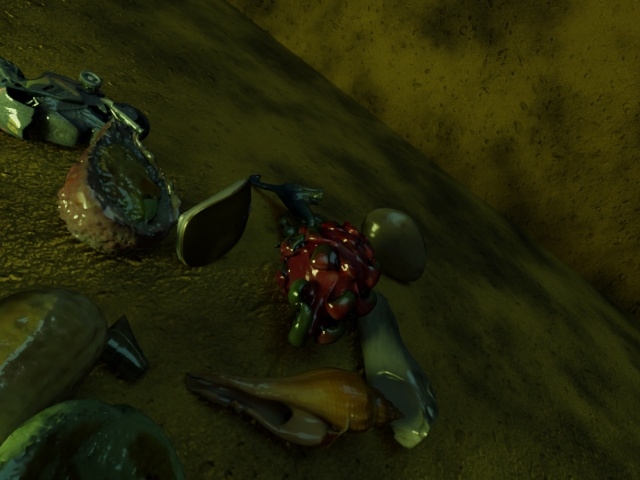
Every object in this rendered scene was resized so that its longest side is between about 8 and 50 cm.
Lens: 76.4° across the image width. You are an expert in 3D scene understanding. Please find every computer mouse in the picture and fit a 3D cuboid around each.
[{"bbox_3d":[-0.185,-0.040,0.779,0.056,0.126,0.245,18,28,10],"label":"computer mouse"}]

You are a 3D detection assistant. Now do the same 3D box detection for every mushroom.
[{"bbox_3d":[0.130,0.220,0.779,0.109,0.097,0.351,21,32,-27],"label":"mushroom"}]

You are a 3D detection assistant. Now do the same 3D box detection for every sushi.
[{"bbox_3d":[-0.347,-0.088,0.663,0.241,0.107,0.161,58,30,2],"label":"sushi"}]

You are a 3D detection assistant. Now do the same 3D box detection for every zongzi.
[{"bbox_3d":[-0.255,0.142,0.546,0.076,0.040,0.083,41,12,-8],"label":"zongzi"}]

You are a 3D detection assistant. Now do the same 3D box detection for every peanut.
[{"bbox_3d":[-0.315,0.136,0.398,0.129,0.129,0.224,35,32,-5],"label":"peanut"}]

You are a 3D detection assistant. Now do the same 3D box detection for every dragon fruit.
[{"bbox_3d":[0.019,0.071,0.764,0.218,0.198,0.273,47,9,-27],"label":"dragon fruit"}]

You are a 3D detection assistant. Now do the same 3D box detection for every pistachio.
[{"bbox_3d":[0.199,0.010,1.094,0.238,0.153,0.138,55,34,-24],"label":"pistachio"}]

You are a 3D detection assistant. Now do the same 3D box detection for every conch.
[{"bbox_3d":[-0.032,0.235,0.602,0.330,0.109,0.093,11,-5,-5],"label":"conch"}]

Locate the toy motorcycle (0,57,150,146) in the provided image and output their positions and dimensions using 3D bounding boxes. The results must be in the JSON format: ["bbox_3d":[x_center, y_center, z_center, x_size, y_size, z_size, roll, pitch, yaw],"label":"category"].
[{"bbox_3d":[-0.475,-0.236,0.761,0.307,0.108,0.173,15,46,-35],"label":"toy motorcycle"}]

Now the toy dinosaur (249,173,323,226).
[{"bbox_3d":[-0.088,-0.094,0.962,0.188,0.075,0.248,5,35,-5],"label":"toy dinosaur"}]

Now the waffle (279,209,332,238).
[{"bbox_3d":[0.001,-0.002,0.980,0.223,0.054,0.204,27,33,-18],"label":"waffle"}]

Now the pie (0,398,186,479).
[{"bbox_3d":[-0.206,0.261,0.359,0.240,0.054,0.240,55,21,-33],"label":"pie"}]
